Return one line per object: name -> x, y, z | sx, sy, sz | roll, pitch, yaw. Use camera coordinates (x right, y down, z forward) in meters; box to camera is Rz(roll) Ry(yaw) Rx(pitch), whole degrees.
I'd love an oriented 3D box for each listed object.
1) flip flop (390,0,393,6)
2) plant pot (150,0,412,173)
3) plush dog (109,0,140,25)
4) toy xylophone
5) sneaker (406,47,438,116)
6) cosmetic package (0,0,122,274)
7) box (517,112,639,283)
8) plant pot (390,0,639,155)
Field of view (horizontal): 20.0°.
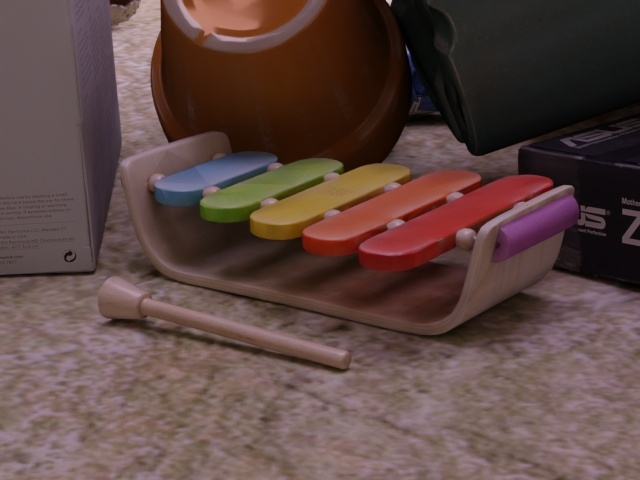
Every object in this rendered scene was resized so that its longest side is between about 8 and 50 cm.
flip flop -> 0.121, -0.277, 2.106 | 0.277, 0.080, 0.112 | -11, 20, -30
plant pot -> -0.039, -0.154, 1.380 | 0.205, 0.205, 0.188 | 2, -23, 9
plush dog -> -0.347, -0.365, 2.251 | 0.225, 0.262, 0.210 | 4, -19, -18
toy xylophone -> 0.000, 0.000, 1.205 | 0.322, 0.081, 0.236 | 8, 19, 27
sneaker -> 0.058, -0.141, 1.692 | 0.211, 0.080, 0.081 | -8, 22, 11
cosmetic package -> -0.217, -0.164, 1.406 | 0.097, 0.284, 0.377 | -1, 16, -3
box -> 0.386, -0.041, 1.296 | 0.395, 0.097, 0.318 | -16, 18, -40
plant pot -> 0.214, -0.243, 1.373 | 0.334, 0.341, 0.341 | -24, 18, 0
